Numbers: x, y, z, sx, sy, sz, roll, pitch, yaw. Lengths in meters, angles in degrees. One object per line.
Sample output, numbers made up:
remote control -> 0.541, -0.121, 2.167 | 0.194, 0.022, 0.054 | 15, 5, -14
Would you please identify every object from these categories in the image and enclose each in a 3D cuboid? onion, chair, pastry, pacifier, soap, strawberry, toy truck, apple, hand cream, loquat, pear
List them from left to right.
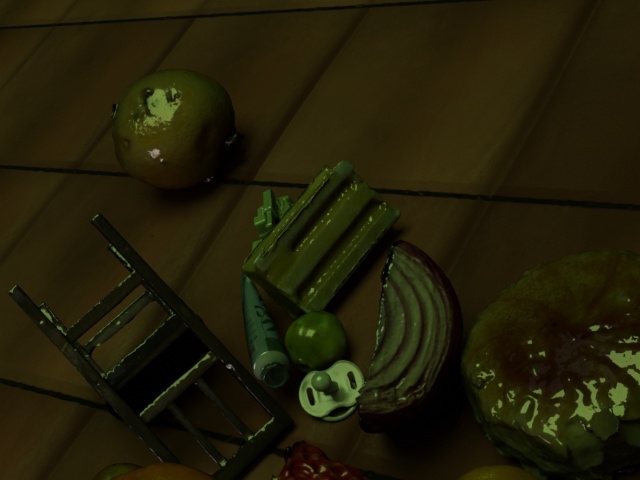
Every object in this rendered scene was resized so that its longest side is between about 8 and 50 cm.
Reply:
apple -> -0.280, 0.367, 1.611 | 0.114, 0.099, 0.102 | -5, 48, 26
chair -> -0.247, 0.186, 1.736 | 0.203, 0.416, 0.240 | -42, -6, -12
loquat -> -0.263, -0.204, 2.129 | 0.244, 0.244, 0.244 | -19, 40, 17
hand cream -> -0.093, 0.136, 1.714 | 0.055, 0.088, 0.256 | -9, 27, -12
toy truck -> -0.070, -0.007, 1.867 | 0.077, 0.100, 0.169 | -18, 40, 20
pear -> -0.007, 0.143, 1.674 | 0.092, 0.092, 0.097 | -7, 44, 29
soap -> 0.001, 0.000, 1.776 | 0.233, 0.135, 0.076 | -50, 12, -18
pacifier -> 0.012, 0.207, 1.601 | 0.099, 0.078, 0.081 | -23, 60, 11
strawberry -> 0.011, 0.363, 1.384 | 0.178, 0.234, 0.234 | 14, 52, 7
onion -> 0.130, 0.137, 1.493 | 0.111, 0.247, 0.250 | 8, 76, 13
pastry -> 0.313, 0.144, 1.410 | 0.330, 0.136, 0.329 | -20, 41, 18

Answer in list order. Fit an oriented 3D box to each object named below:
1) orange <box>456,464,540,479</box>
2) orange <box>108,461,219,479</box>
orange -> 0.206, 0.331, 1.298 | 0.155, 0.134, 0.154 | -30, 46, 37
orange -> -0.194, 0.394, 1.420 | 0.240, 0.240, 0.240 | -19, 40, 17
